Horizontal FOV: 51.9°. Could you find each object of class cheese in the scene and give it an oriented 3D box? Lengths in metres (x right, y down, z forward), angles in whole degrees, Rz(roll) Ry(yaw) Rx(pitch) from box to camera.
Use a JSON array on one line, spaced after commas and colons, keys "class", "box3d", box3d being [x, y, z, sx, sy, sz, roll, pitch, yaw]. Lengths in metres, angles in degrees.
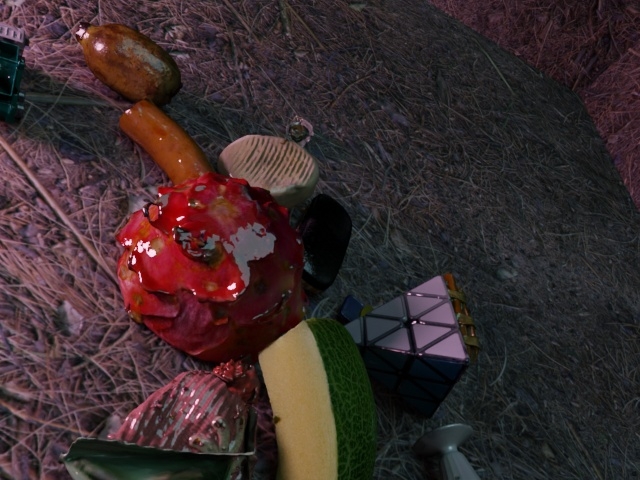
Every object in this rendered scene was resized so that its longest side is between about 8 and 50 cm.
[{"class": "cheese", "box3d": [0.149, 0.213, 1.473, 0.250, 0.064, 0.156, 39, 38, -5]}]

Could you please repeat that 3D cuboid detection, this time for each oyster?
[{"class": "oyster", "box3d": [-0.064, -0.292, 1.803, 0.098, 0.037, 0.100, 35, 56, 20]}]

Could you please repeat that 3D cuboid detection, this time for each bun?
[{"class": "bun", "box3d": [-0.124, -0.145, 1.536, 0.237, 0.116, 0.210, 10, 51, -2]}]

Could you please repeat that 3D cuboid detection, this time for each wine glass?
[{"class": "wine glass", "box3d": [0.267, 0.470, 1.268, 0.164, 0.165, 0.196, 11, 41, -34]}]

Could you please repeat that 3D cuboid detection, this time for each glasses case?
[{"class": "glasses case", "box3d": [0.000, 0.000, 1.525, 0.122, 0.082, 0.321, 43, 32, -15]}]

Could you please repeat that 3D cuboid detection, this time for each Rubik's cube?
[{"class": "Rubik's cube", "box3d": [0.195, 0.222, 1.348, 0.228, 0.229, 0.233, 11, 38, -57]}]

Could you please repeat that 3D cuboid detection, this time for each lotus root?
[{"class": "lotus root", "box3d": [-0.437, -0.405, 1.493, 0.260, 0.145, 0.128, 34, -1, -14]}]

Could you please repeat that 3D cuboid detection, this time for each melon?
[{"class": "melon", "box3d": [0.003, 0.338, 1.151, 0.226, 0.331, 0.344, -17, 69, -8]}]

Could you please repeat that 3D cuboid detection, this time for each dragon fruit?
[{"class": "dragon fruit", "box3d": [-0.177, 0.030, 1.242, 0.370, 0.249, 0.386, -7, 57, -38]}]

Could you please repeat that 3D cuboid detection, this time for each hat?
[{"class": "hat", "box3d": [-0.182, 0.305, 1.070, 0.237, 0.107, 0.286, 52, 41, -14]}]

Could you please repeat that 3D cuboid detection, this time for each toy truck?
[{"class": "toy truck", "box3d": [-0.627, -0.339, 1.290, 0.110, 0.116, 0.216, 13, 47, -31]}]

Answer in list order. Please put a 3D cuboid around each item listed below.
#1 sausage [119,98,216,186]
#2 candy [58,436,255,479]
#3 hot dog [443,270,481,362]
[{"class": "sausage", "box3d": [-0.318, -0.187, 1.428, 0.270, 0.109, 0.109, 48, 39, 9]}, {"class": "candy", "box3d": [-0.214, 0.468, 0.855, 0.262, 0.172, 0.398, 8, 62, -30]}, {"class": "hot dog", "box3d": [0.334, 0.191, 1.648, 0.109, 0.072, 0.270, 21, 44, -28]}]
